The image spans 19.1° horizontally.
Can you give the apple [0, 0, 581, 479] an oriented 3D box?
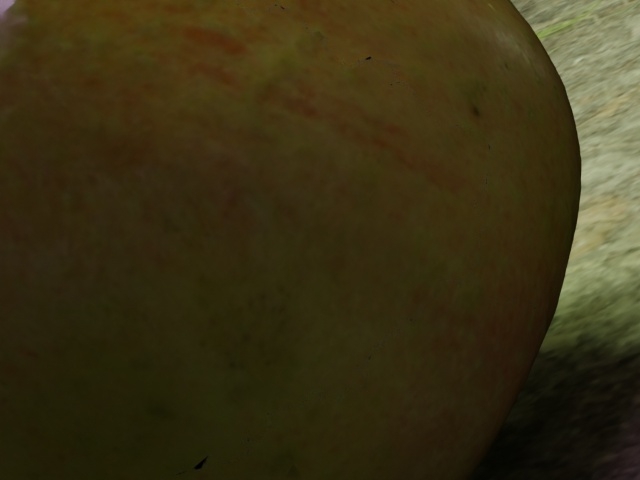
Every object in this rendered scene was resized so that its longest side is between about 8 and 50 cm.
[{"bbox_3d":[-0.079,-0.009,0.719,0.319,0.277,0.319,-36,38,33],"label":"apple"}]
